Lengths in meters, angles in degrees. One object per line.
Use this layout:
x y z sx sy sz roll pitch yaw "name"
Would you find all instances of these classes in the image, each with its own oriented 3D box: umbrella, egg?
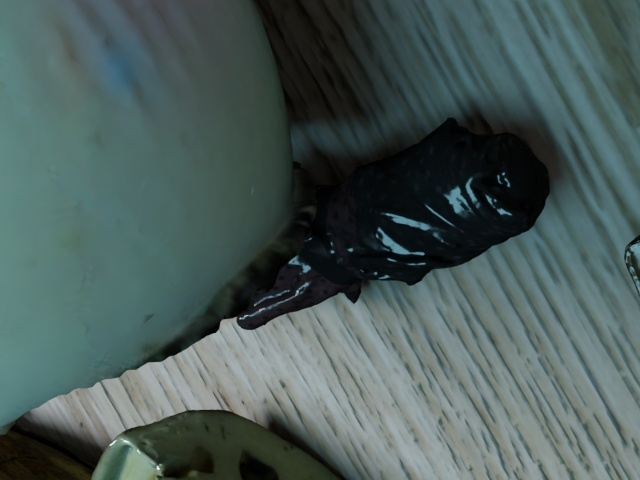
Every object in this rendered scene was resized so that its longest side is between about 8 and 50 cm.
0.000 0.000 0.952 0.326 0.094 0.090 -19 87 42 "umbrella"
-0.215 -0.111 0.842 0.355 0.354 0.339 0 122 38 "egg"

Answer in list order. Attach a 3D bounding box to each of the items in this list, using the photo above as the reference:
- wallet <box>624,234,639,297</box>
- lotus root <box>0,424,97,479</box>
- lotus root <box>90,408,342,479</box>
0.240 0.065 0.844 0.095 0.026 0.176 -20 102 37 "wallet"
-0.268 0.248 1.228 0.398 0.196 0.179 19 114 29 "lotus root"
-0.051 0.218 1.084 0.235 0.138 0.119 36 126 18 "lotus root"
